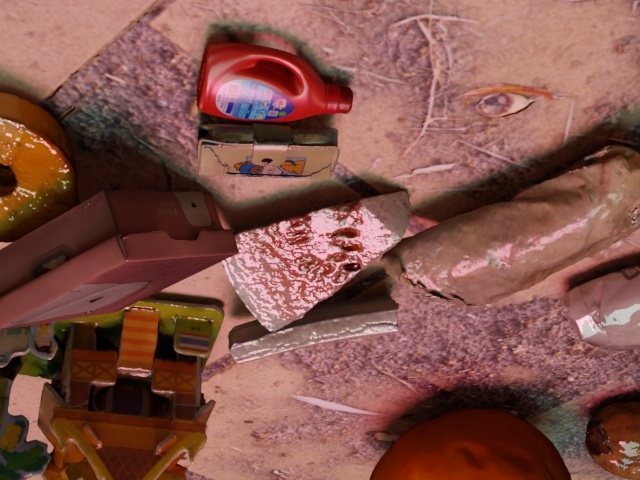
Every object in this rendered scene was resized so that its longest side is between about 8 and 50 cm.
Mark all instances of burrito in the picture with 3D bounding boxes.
[{"bbox_3d":[0.264,-0.006,1.221,0.347,0.107,0.175,-25,144,20],"label":"burrito"},{"bbox_3d":[0.550,0.059,1.336,0.445,0.101,0.139,-18,126,17],"label":"burrito"}]

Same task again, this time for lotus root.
[{"bbox_3d":[0.571,0.337,1.674,0.260,0.128,0.145,4,132,-12],"label":"lotus root"}]

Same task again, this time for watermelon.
[{"bbox_3d":[0.000,0.000,1.243,0.241,0.094,0.154,-22,129,20],"label":"watermelon"}]

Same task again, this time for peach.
[{"bbox_3d":[0.245,0.437,1.634,0.343,0.343,0.301,-27,180,27],"label":"peach"}]

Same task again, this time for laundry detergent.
[{"bbox_3d":[-0.044,-0.163,1.049,0.165,0.049,0.097,5,143,-15],"label":"laundry detergent"}]

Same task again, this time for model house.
[{"bbox_3d":[-0.321,0.242,1.332,0.357,0.313,0.242,11,137,-16],"label":"model house"}]

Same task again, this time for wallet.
[{"bbox_3d":[-0.059,-0.096,1.112,0.155,0.039,0.110,1,166,-7],"label":"wallet"}]

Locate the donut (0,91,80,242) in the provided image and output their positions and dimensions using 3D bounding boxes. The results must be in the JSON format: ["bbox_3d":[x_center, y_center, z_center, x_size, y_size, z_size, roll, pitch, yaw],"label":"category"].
[{"bbox_3d":[-0.353,-0.086,1.099,0.174,0.075,0.190,-15,136,16],"label":"donut"}]

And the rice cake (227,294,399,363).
[{"bbox_3d":[-0.011,0.117,1.352,0.237,0.043,0.127,-11,-174,-2],"label":"rice cake"}]

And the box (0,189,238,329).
[{"bbox_3d":[-0.242,0.019,1.156,0.215,0.086,0.215,-25,171,27],"label":"box"}]
